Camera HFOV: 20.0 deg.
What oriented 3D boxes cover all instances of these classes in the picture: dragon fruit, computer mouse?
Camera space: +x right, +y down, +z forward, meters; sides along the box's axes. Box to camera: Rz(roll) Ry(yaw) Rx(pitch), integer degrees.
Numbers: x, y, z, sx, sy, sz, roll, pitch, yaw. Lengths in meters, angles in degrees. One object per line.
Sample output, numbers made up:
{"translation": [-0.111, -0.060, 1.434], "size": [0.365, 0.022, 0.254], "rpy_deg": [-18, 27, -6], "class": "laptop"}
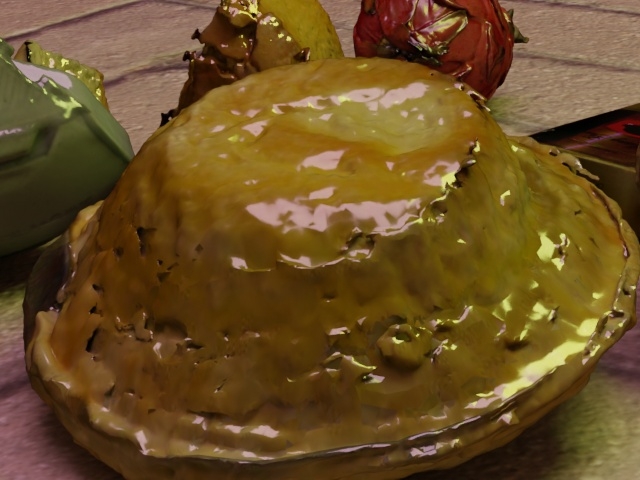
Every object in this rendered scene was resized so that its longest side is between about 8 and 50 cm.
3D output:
{"translation": [0.120, -0.214, 1.922], "size": [0.172, 0.172, 0.209], "rpy_deg": [12, 13, 32], "class": "dragon fruit"}
{"translation": [-0.367, -0.065, 1.485], "size": [0.429, 0.228, 0.145], "rpy_deg": [8, 61, 5], "class": "computer mouse"}

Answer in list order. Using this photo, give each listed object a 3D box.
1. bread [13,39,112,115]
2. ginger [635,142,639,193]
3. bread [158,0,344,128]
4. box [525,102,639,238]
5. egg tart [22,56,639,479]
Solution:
{"translation": [-0.229, -0.096, 1.669], "size": [0.152, 0.127, 0.147], "rpy_deg": [33, 3, 30], "class": "bread"}
{"translation": [0.310, -0.043, 1.402], "size": [0.126, 0.190, 0.354], "rpy_deg": [1, -18, 12], "class": "ginger"}
{"translation": [-0.052, -0.095, 1.535], "size": [0.147, 0.260, 0.160], "rpy_deg": [25, 33, 6], "class": "bread"}
{"translation": [0.313, -0.074, 1.681], "size": [0.240, 0.071, 0.159], "rpy_deg": [-17, 28, -38], "class": "box"}
{"translation": [0.000, 0.000, 1.243], "size": [0.443, 0.178, 0.443], "rpy_deg": [-7, 31, 4], "class": "egg tart"}
